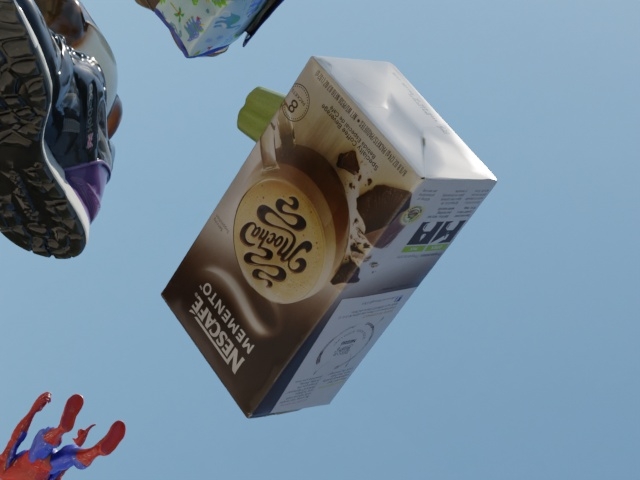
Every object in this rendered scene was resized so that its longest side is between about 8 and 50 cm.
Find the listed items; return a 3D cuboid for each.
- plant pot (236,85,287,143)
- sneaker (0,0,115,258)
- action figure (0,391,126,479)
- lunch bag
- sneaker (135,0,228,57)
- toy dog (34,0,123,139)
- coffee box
[{"bbox_3d":[-0.040,-0.118,1.518,0.079,0.083,0.083,28,-81,15],"label":"plant pot"},{"bbox_3d":[-0.228,-0.121,1.169,0.283,0.107,0.124,86,20,-51],"label":"sneaker"},{"bbox_3d":[-0.312,0.232,1.811,0.280,0.091,0.139,-37,-159,50],"label":"action figure"},{"bbox_3d":[-0.095,-0.289,1.730,0.096,0.151,0.129,55,-44,7],"label":"lunch bag"},{"bbox_3d":[-0.184,-0.314,1.971,0.071,0.188,0.066,10,-116,37],"label":"sneaker"},{"bbox_3d":[-0.402,-0.122,1.518,0.408,0.285,0.395,-38,-134,-16],"label":"toy dog"},{"bbox_3d":[0.000,0.000,1.363,0.168,0.119,0.297,50,-58,28],"label":"coffee box"}]
